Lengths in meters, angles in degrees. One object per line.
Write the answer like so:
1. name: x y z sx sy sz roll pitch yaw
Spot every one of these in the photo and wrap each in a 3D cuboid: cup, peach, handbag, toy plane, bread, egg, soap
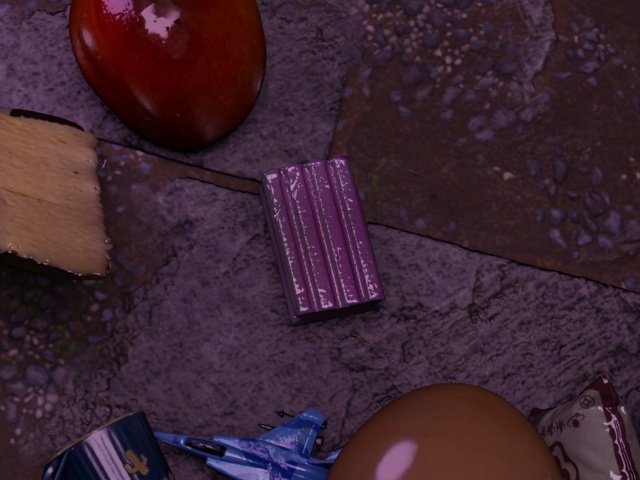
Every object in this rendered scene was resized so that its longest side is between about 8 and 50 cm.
1. cup: -0.238 0.299 1.610 0.176 0.131 0.155 -21 76 -54
2. peach: -0.194 -0.251 1.799 0.249 0.245 0.274 -28 86 13
3. handbag: 0.314 0.290 1.658 0.127 0.213 0.235 -1 71 -21
4. toy plane: -0.083 0.269 1.684 0.246 0.078 0.169 13 69 4
5. bread: -0.411 -0.092 1.637 0.346 0.405 0.242 16 79 -15
6. egg: 0.133 0.345 1.557 0.301 0.301 0.374 2 88 -7
7. soap: 0.000 0.000 1.794 0.122 0.065 0.203 -10 72 -11
